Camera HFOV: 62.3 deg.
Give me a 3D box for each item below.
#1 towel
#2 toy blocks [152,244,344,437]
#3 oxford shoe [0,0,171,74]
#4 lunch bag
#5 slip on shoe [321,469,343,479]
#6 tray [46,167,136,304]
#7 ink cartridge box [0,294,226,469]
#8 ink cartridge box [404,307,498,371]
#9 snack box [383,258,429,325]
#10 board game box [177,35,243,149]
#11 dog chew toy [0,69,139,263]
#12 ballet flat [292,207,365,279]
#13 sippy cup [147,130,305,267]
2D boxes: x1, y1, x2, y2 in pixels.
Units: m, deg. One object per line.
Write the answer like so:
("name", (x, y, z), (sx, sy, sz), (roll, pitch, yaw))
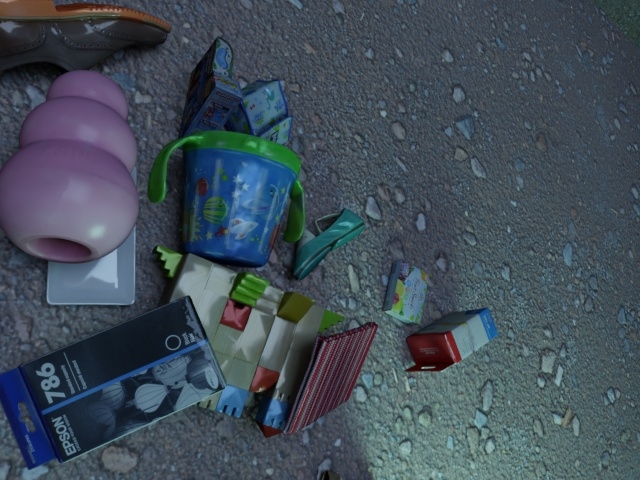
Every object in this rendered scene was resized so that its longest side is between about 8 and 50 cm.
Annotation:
("towel", (0.027, 0.263, 1.055), (0.275, 0.031, 0.198), (4, 108, -64))
("toy blocks", (-0.170, 0.200, 0.985), (0.381, 0.191, 0.260), (26, 74, -23))
("oxford shoe", (-0.448, -0.376, 0.995), (0.364, 0.130, 0.132), (-18, 120, -44))
("lunch bag", (-0.133, -0.264, 1.178), (0.129, 0.096, 0.151), (-41, 130, -36))
("slip on shoe", (0.005, 0.535, 1.072), (0.041, 0.051, 0.135), (45, 53, -23))
("tray", (-0.409, -0.017, 0.952), (0.145, 0.030, 0.270), (5, 74, -33))
("ink cartridge box", (-0.332, 0.225, 0.832), (0.333, 0.065, 0.165), (-24, 91, -10))
("ink cartridge box", (0.315, 0.248, 1.319), (0.231, 0.134, 0.078), (-19, 89, -38))
("snack box", (0.219, 0.133, 1.345), (0.100, 0.037, 0.141), (30, 62, -27))
("board game box", (-0.214, -0.297, 1.065), (0.060, 0.194, 0.194), (17, 68, -30))
("dog chew toy", (-0.393, -0.135, 0.861), (0.207, 0.207, 0.331), (15, 61, -31))
("ballet flat", (0.000, 0.000, 1.215), (0.087, 0.083, 0.247), (44, 53, 12))
("sippy cup", (-0.168, -0.067, 1.029), (0.306, 0.240, 0.224), (10, 80, -9))
